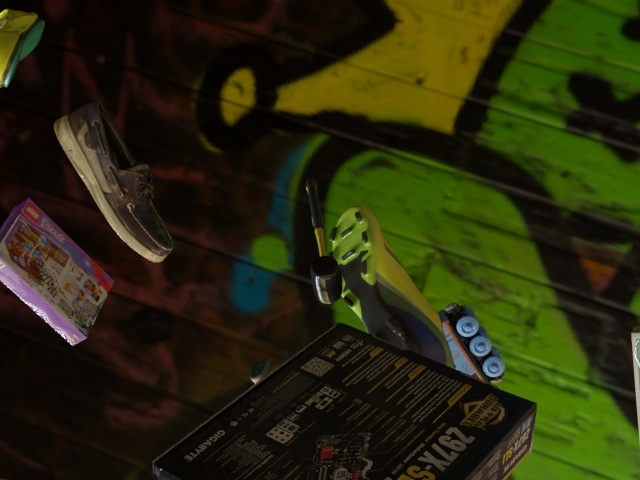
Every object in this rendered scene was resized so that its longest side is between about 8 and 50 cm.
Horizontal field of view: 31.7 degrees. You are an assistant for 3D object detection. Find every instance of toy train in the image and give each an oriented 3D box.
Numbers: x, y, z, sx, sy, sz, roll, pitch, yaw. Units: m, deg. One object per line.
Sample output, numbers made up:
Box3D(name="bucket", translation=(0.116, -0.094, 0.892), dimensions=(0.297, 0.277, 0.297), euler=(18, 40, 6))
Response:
Box3D(name="toy train", translation=(0.273, 0.206, 2.143), dimensions=(0.105, 0.184, 0.080), euler=(-31, 15, 9))

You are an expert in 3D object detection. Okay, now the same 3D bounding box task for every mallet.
Box3D(name="mallet", translation=(0.000, 0.000, 1.478), dimensions=(0.190, 0.039, 0.062), euler=(-99, 1, -47))

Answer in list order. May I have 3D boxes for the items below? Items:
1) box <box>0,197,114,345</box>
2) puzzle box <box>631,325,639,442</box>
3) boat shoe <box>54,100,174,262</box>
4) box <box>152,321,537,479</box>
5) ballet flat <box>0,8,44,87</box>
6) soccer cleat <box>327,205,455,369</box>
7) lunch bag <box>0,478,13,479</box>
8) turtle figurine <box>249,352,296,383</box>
Box3D(name="box", translation=(-0.617, 0.072, 2.578), dimensions=(0.057, 0.293, 0.201), euler=(-26, 28, 31))
Box3D(name="puzzle box", translation=(0.689, 0.343, 1.934), dimensions=(0.052, 0.272, 0.409), euler=(-25, -69, -64))
Box3D(name="boat shoe", translation=(-0.320, -0.097, 1.840), dimensions=(0.092, 0.285, 0.103), euler=(-33, 4, 15))
Box3D(name="box", translation=(0.030, 0.220, 1.139), dimensions=(0.322, 0.257, 0.079), euler=(-34, -44, -45))
Box3D(name="ballet flat", translation=(-0.450, -0.276, 1.591), dimensions=(0.231, 0.077, 0.077), euler=(-93, 27, -63))
Box3D(name="soccer cleat", translation=(0.097, 0.078, 1.555), dimensions=(0.121, 0.289, 0.093), euler=(13, -47, -42))
Box3D(name="lunch bag", translation=(-0.626, 0.529, 2.052), dimensions=(0.293, 0.120, 0.258), euler=(41, -145, -66))
Box3D(name="turtle figurine", translation=(-0.040, 0.334, 2.237), dimensions=(0.118, 0.175, 0.234), euler=(-96, -19, -61))
